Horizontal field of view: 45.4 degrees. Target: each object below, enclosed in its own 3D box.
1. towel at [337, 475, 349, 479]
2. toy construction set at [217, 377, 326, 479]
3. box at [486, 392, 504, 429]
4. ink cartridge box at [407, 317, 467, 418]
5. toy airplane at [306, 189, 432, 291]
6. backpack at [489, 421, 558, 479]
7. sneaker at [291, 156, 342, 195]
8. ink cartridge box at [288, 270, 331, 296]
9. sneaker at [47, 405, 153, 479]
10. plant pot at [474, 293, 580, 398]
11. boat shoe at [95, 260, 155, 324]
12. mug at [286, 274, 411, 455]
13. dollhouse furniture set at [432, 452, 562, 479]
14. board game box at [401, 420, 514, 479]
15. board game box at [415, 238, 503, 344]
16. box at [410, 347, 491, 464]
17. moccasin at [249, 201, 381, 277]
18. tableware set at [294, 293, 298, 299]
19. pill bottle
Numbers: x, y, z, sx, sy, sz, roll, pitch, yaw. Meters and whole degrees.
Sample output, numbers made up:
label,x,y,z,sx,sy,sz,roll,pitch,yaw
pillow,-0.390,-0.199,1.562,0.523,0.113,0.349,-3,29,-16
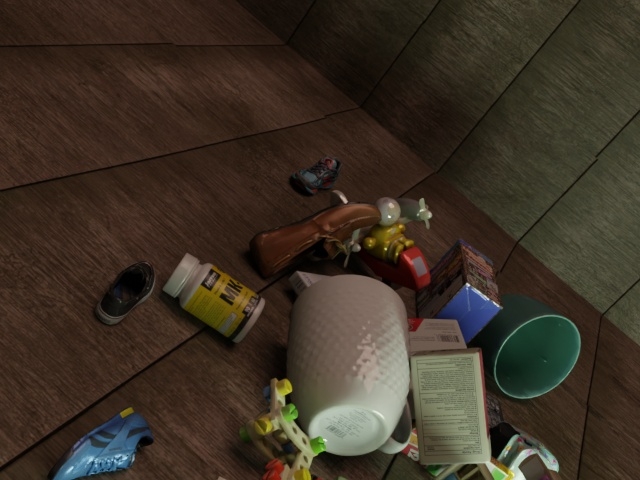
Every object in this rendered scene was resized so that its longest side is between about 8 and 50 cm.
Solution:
label,x,y,z,sx,sy,sz,roll,pitch,yaw
towel,0.073,0.547,1.523,0.113,0.023,0.152,35,25,-9
toy construction set,-0.092,0.414,1.374,0.215,0.151,0.327,61,31,-10
box,0.394,0.456,2.065,0.232,0.059,0.183,32,26,-15
ink cartridge box,0.281,0.329,1.981,0.197,0.114,0.273,3,32,-7
toy airplane,0.159,-0.038,2.332,0.384,0.272,0.386,14,43,-5
backpack,0.490,0.558,1.880,0.188,0.166,0.144,31,3,-27
sneaker,-0.007,-0.241,2.636,0.104,0.125,0.262,42,25,10
ink cartridge box,0.044,0.182,2.043,0.224,0.045,0.223,13,35,-55
sneaker,-0.348,0.345,1.246,0.082,0.069,0.209,46,26,8
plant pot,0.613,0.301,2.380,0.293,0.293,0.235,24,15,-28
boat shoe,-0.396,0.090,1.605,0.080,0.076,0.228,37,25,-2
mug,0.089,0.314,1.685,0.374,0.276,0.328,49,25,-29
dollhouse furniture set,0.298,0.510,1.574,0.303,0.286,0.198,29,24,-46
board game box,0.315,0.513,1.785,0.259,0.124,0.039,36,26,-5
board game box,0.422,0.174,2.380,0.141,0.232,0.291,34,25,-11
box,0.283,0.354,1.656,0.127,0.148,0.232,12,73,-75
moccasin,0.001,-0.001,2.072,0.380,0.139,0.147,-19,75,-25
tableware set,-0.014,0.195,2.007,0.141,0.020,0.169,38,21,-13
pill bottle,-0.239,0.126,1.708,0.208,0.119,0.119,34,25,-8
